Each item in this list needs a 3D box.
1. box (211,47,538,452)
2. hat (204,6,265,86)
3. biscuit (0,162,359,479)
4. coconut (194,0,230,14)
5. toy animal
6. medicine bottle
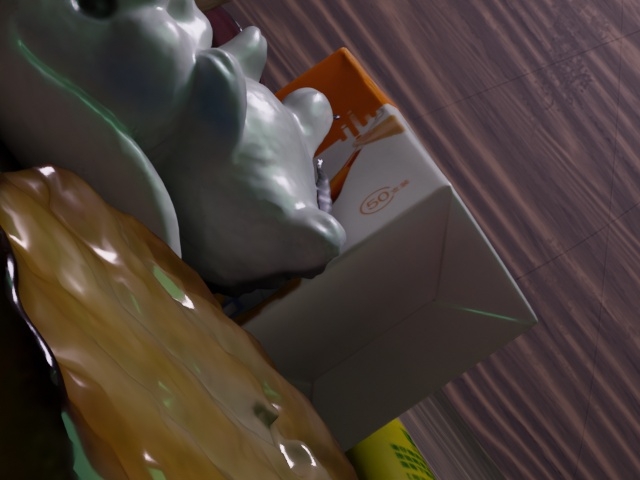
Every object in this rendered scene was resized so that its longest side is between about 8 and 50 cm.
[{"bbox_3d":[0.000,0.000,1.083,0.143,0.225,0.341,54,4,-29],"label":"box"},{"bbox_3d":[-0.115,-0.157,1.384,0.089,0.205,0.205,-15,61,-41],"label":"hat"},{"bbox_3d":[-0.052,0.107,0.479,0.296,0.102,0.296,52,8,-10],"label":"biscuit"},{"bbox_3d":[-0.175,-0.334,1.030,0.415,0.415,0.345,31,50,-79],"label":"coconut"},{"bbox_3d":[-0.114,-0.085,0.929,0.289,0.174,0.249,54,16,-9],"label":"toy animal"},{"bbox_3d":[0.040,0.175,1.091,0.111,0.076,0.309,53,4,-37],"label":"medicine bottle"}]
